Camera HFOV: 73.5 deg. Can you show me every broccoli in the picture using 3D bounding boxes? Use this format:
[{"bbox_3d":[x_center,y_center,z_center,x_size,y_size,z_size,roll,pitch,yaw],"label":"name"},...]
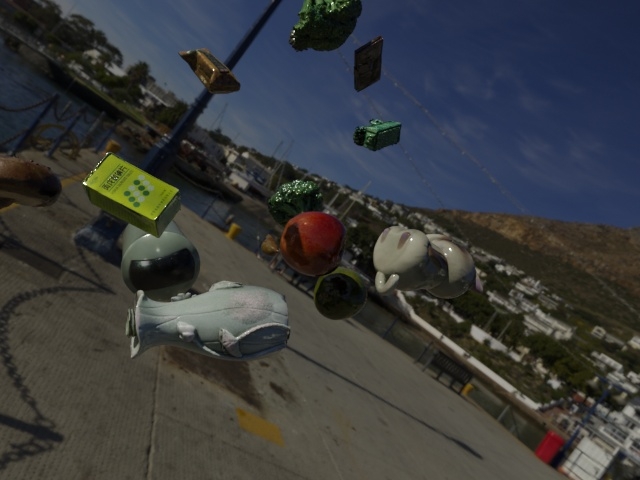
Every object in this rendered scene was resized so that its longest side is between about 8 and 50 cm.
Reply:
[{"bbox_3d":[-0.102,-0.145,1.988,0.270,0.270,0.269,36,26,-54],"label":"broccoli"},{"bbox_3d":[0.019,-0.805,1.539,0.261,0.270,0.241,-150,-137,-77],"label":"broccoli"}]

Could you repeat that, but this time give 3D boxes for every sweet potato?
[{"bbox_3d":[-0.207,0.021,1.715,0.068,0.068,0.226,37,5,-23],"label":"sweet potato"}]

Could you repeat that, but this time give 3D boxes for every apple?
[{"bbox_3d":[-0.020,0.010,1.418,0.202,0.218,0.218,22,-3,11],"label":"apple"}]

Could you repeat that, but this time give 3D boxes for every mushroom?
[{"bbox_3d":[-1.025,-0.190,1.424,0.297,0.279,0.162,115,-36,-80],"label":"mushroom"}]

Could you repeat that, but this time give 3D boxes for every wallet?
[{"bbox_3d":[0.187,-0.683,1.674,0.042,0.124,0.230,56,-5,14],"label":"wallet"}]

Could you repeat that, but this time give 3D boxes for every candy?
[{"bbox_3d":[-0.434,-0.665,1.657,0.143,0.101,0.271,-18,60,-39],"label":"candy"}]

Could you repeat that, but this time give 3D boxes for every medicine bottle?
[{"bbox_3d":[-0.572,-0.137,1.321,0.250,0.137,0.141,28,-27,-2],"label":"medicine bottle"}]

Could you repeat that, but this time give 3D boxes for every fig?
[{"bbox_3d":[0.090,0.203,1.640,0.203,0.202,0.225,37,16,29],"label":"fig"}]

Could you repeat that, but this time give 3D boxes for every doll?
[{"bbox_3d":[0.337,0.072,1.393,0.371,0.225,0.215,6,-6,-27],"label":"doll"}]

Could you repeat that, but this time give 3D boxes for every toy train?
[{"bbox_3d":[0.266,-0.501,2.033,0.155,0.115,0.270,28,36,29],"label":"toy train"}]

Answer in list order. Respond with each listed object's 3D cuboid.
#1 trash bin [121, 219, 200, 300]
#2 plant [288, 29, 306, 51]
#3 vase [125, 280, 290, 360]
[{"bbox_3d":[-0.658,0.055,1.734,0.280,0.280,0.432,36,-1,-32],"label":"trash bin"},{"bbox_3d":[-0.067,-0.830,1.746,0.095,0.091,0.143,21,-28,-37],"label":"plant"},{"bbox_3d":[-0.325,0.243,1.258,0.446,0.249,0.250,5,15,-25],"label":"vase"}]
